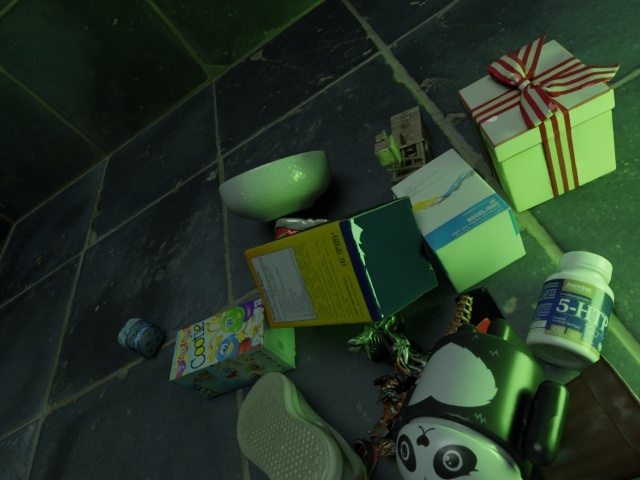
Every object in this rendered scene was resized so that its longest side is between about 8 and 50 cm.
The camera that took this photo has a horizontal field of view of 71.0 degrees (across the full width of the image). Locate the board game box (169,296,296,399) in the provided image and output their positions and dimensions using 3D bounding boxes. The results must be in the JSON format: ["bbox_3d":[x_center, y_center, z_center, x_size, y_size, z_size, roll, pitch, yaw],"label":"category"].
[{"bbox_3d":[-0.216,0.271,1.121,0.275,0.144,0.142,-24,44,18],"label":"board game box"}]

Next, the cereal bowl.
[{"bbox_3d":[-0.116,-0.141,1.319,0.338,0.141,0.339,-20,2,1],"label":"cereal bowl"}]

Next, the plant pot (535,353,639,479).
[{"bbox_3d":[0.393,0.283,0.657,0.165,0.167,0.167,-37,41,17],"label":"plant pot"}]

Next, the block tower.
[{"bbox_3d":[0.251,-0.213,1.216,0.090,0.097,0.336,-16,50,26],"label":"block tower"}]

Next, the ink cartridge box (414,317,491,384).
[{"bbox_3d":[0.277,0.248,0.775,0.179,0.045,0.145,-40,86,-4],"label":"ink cartridge box"}]

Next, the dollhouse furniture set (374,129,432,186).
[{"bbox_3d":[0.204,-0.238,1.081,0.101,0.161,0.182,-17,49,25],"label":"dollhouse furniture set"}]

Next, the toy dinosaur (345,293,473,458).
[{"bbox_3d":[0.185,0.249,0.867,0.322,0.164,0.218,-41,54,-19],"label":"toy dinosaur"}]

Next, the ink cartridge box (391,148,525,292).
[{"bbox_3d":[0.295,-0.047,0.983,0.168,0.171,0.233,-33,43,10],"label":"ink cartridge box"}]

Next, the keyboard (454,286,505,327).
[{"bbox_3d":[0.320,0.187,0.882,0.100,0.038,0.192,-17,48,2],"label":"keyboard"}]

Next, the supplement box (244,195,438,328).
[{"bbox_3d":[0.030,0.056,0.964,0.195,0.194,0.356,-22,5,-42],"label":"supplement box"}]

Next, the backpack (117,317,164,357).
[{"bbox_3d":[-0.545,0.295,1.370,0.084,0.114,0.105,5,58,39],"label":"backpack"}]

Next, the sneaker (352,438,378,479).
[{"bbox_3d":[0.060,0.445,0.829,0.061,0.065,0.158,-7,52,32],"label":"sneaker"}]

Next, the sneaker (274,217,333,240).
[{"bbox_3d":[0.000,0.000,1.237,0.278,0.107,0.119,3,90,28],"label":"sneaker"}]

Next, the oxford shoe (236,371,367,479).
[{"bbox_3d":[-0.054,0.394,0.891,0.169,0.130,0.449,-57,23,-12],"label":"oxford shoe"}]

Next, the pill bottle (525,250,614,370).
[{"bbox_3d":[0.440,0.118,0.782,0.111,0.112,0.187,9,62,41],"label":"pill bottle"}]

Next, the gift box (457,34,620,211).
[{"bbox_3d":[0.475,-0.267,0.969,0.276,0.258,0.255,-30,43,14],"label":"gift box"}]

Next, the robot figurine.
[{"bbox_3d":[0.213,0.241,0.629,0.173,0.209,0.278,25,51,16],"label":"robot figurine"}]
